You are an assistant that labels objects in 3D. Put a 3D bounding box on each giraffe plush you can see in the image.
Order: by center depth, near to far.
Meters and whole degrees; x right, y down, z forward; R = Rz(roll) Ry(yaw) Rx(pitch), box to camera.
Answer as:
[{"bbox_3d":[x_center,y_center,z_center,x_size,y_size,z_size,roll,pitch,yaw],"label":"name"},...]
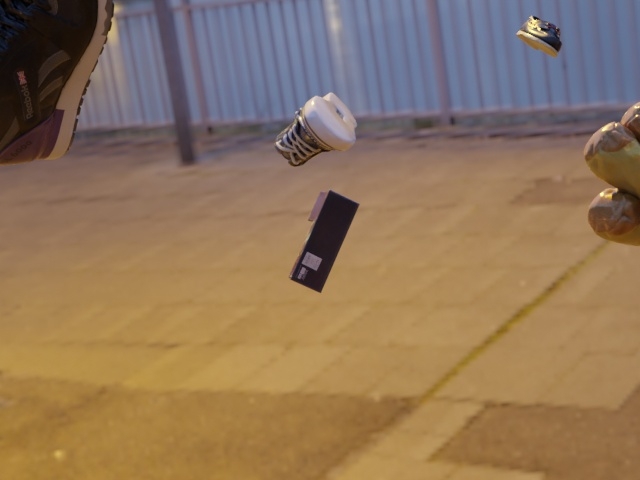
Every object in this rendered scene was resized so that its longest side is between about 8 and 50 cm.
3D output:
[{"bbox_3d":[0.397,-0.041,1.520,0.181,0.210,0.170,-31,20,-25],"label":"giraffe plush"}]

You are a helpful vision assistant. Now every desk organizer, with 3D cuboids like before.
[{"bbox_3d":[0.000,0.000,1.950,0.047,0.130,0.050,25,-4,-16],"label":"desk organizer"}]

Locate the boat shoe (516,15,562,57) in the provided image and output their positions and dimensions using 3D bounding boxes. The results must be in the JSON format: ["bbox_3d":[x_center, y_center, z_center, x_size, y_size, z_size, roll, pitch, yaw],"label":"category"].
[{"bbox_3d":[0.300,-0.278,1.976,0.042,0.049,0.133,-50,14,8],"label":"boat shoe"}]

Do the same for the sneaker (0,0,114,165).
[{"bbox_3d":[-0.283,-0.180,1.374,0.124,0.283,0.107,-18,49,-40],"label":"sneaker"}]

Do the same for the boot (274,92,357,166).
[{"bbox_3d":[-0.011,-0.112,1.623,0.086,0.069,0.190,-39,1,11],"label":"boot"}]
